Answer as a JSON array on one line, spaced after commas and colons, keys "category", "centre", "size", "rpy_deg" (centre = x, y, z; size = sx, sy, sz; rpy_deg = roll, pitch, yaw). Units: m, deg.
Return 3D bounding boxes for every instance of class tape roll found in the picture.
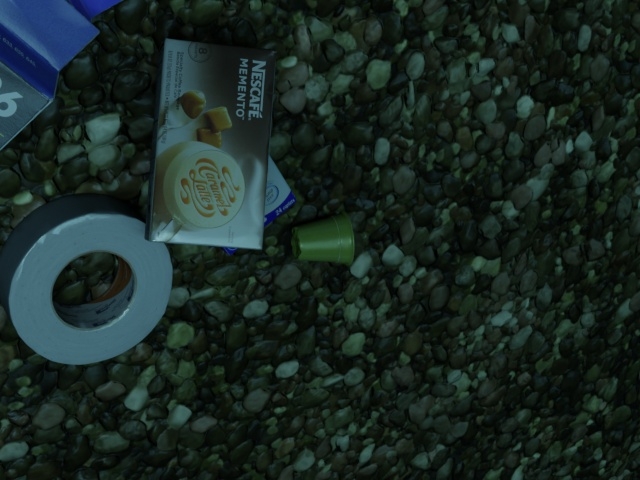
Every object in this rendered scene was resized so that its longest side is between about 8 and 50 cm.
[{"category": "tape roll", "centre": [-0.308, 0.052, 1.340], "size": [0.219, 0.072, 0.219], "rpy_deg": [-14, 121, -25]}]

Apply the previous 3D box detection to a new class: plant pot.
[{"category": "plant pot", "centre": [0.000, 0.000, 1.507], "size": [0.079, 0.083, 0.083], "rpy_deg": [-6, 117, -15]}]

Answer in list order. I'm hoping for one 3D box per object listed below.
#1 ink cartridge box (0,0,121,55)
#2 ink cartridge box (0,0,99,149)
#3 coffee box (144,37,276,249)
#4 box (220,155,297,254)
[{"category": "ink cartridge box", "centre": [-0.352, -0.300, 1.135], "size": [0.208, 0.045, 0.206], "rpy_deg": [-31, 126, -4]}, {"category": "ink cartridge box", "centre": [-0.448, -0.205, 1.088], "size": [0.307, 0.072, 0.304], "rpy_deg": [-41, 126, 11]}, {"category": "coffee box", "centre": [-0.138, -0.116, 1.271], "size": [0.141, 0.098, 0.246], "rpy_deg": [5, 91, -13]}, {"category": "box", "centre": [-0.123, -0.074, 1.390], "size": [0.126, 0.072, 0.137], "rpy_deg": [-40, 127, -9]}]
